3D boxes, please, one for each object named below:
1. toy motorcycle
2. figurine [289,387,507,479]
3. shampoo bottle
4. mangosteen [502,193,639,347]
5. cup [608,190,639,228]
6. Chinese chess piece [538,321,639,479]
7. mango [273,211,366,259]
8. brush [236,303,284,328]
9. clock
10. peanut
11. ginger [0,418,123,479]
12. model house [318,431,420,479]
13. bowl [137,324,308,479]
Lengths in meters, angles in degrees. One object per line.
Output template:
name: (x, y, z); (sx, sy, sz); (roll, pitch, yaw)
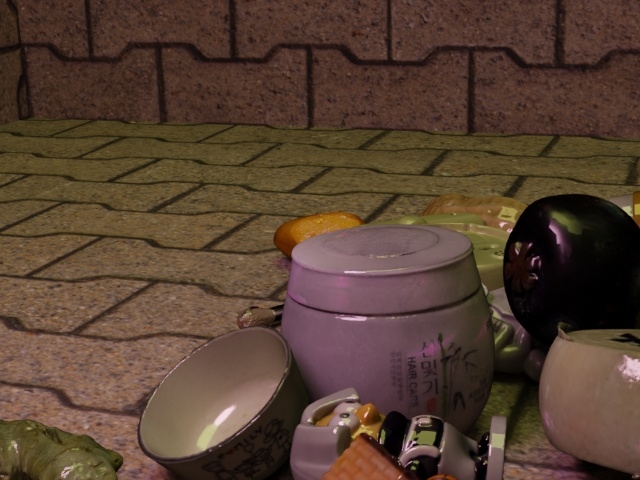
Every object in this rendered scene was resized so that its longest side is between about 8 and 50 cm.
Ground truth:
toy motorcycle: (0.280, 0.139, 1.707); (0.260, 0.110, 0.171); (-20, 47, -21)
figurine: (0.084, 0.248, 1.305); (0.236, 0.133, 0.176); (5, 15, 11)
shampoo bottle: (0.084, 0.120, 1.505); (0.273, 0.266, 0.273); (-3, 17, 1)
mangosteen: (0.360, 0.048, 1.598); (0.243, 0.242, 0.243); (-2, 16, 0)
cup: (0.630, -0.003, 2.098); (0.226, 0.185, 0.241); (-3, -19, 16)
Chinese chess piece: (0.427, 0.179, 1.352); (0.349, 0.146, 0.349); (4, 2, 0)
mango: (0.002, 0.005, 2.224); (0.217, 0.102, 0.141); (7, 41, 36)
brush: (-0.020, 0.105, 1.975); (0.299, 0.039, 0.042); (-15, 63, -39)
clock: (0.225, 0.054, 1.960); (0.286, 0.117, 0.348); (-8, 20, -27)
peanut: (0.294, -0.021, 2.231); (0.147, 0.147, 0.306); (-16, 17, -41)
ginger: (-0.357, 0.261, 1.398); (0.290, 0.089, 0.137); (9, 1, 20)
model house: (0.054, 0.300, 1.068); (0.172, 0.183, 0.166); (-44, 28, -5)
bowl: (-0.099, 0.213, 1.403); (0.211, 0.112, 0.211); (-26, 28, 16)
